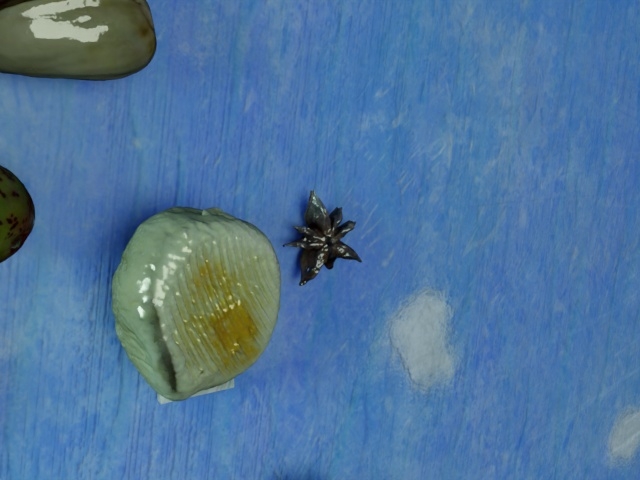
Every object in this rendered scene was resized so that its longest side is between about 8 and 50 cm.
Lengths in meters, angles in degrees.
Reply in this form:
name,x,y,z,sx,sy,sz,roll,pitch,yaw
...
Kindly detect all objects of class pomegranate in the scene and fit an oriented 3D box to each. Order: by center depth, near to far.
name,x,y,z,sx,sy,sz,roll,pitch,yaw
pomegranate,-0.367,-0.034,0.780,0.130,0.130,0.130,-6,100,-32

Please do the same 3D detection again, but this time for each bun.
name,x,y,z,sx,sy,sz,roll,pitch,yaw
bun,-0.167,0.068,0.907,0.244,0.153,0.243,-19,114,-49

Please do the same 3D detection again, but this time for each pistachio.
name,x,y,z,sx,sy,sz,roll,pitch,yaw
pistachio,-0.281,-0.235,0.810,0.206,0.131,0.129,-7,57,-26

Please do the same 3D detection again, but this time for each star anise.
name,x,y,z,sx,sy,sz,roll,pitch,yaw
star anise,0.001,-0.012,1.053,0.124,0.056,0.129,-20,108,-28

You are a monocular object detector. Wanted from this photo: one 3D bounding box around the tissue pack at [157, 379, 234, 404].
name,x,y,z,sx,sy,sz,roll,pitch,yaw
tissue pack,-0.169,0.182,0.995,0.108,0.023,0.056,-8,102,-31
